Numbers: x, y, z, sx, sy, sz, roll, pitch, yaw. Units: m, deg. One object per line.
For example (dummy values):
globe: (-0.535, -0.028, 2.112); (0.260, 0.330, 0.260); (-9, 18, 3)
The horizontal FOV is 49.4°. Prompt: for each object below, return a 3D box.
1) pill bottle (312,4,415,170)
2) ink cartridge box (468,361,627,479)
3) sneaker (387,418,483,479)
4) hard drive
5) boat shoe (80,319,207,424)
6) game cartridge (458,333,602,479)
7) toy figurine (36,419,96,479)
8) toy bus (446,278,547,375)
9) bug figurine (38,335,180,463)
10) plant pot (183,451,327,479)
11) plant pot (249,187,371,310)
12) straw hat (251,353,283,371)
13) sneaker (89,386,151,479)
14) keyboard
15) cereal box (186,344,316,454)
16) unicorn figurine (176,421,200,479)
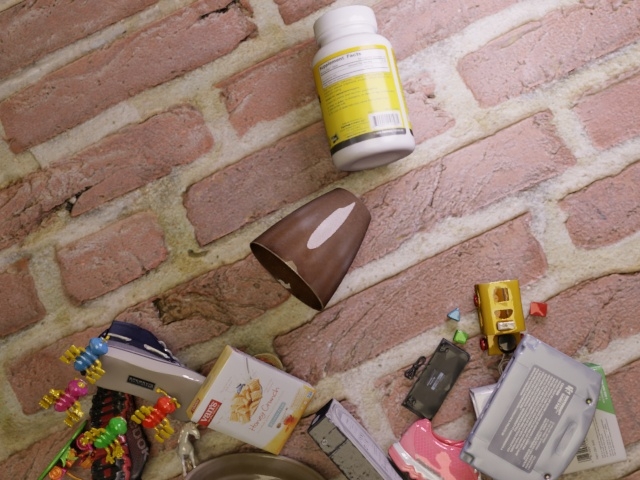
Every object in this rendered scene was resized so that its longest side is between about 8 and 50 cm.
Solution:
pill bottle: (0.087, -0.337, 1.554); (0.188, 0.188, 0.333); (-12, 84, 3)
ink cartridge box: (0.479, 0.392, 1.496); (0.278, 0.117, 0.201); (-14, 84, 4)
sneaker: (0.304, 0.508, 1.503); (0.314, 0.116, 0.136); (35, 87, 7)
hard drive: (0.114, 0.488, 1.459); (0.064, 0.237, 0.339); (-42, 83, 1)
boat shoe: (-0.351, 0.286, 1.566); (0.341, 0.158, 0.127); (27, 113, -14)
game cartridge: (0.436, 0.364, 1.417); (0.196, 0.060, 0.294); (30, 89, 11)
toy figurine: (-0.529, 0.526, 1.587); (0.159, 0.130, 0.173); (39, 64, -7)
toy bus: (0.398, 0.179, 1.527); (0.202, 0.104, 0.191); (37, 89, 7)
bug figurine: (-0.443, 0.331, 1.456); (0.216, 0.072, 0.279); (-40, 105, 10)
plant pot: (-0.141, 0.647, 1.456); (0.323, 0.323, 0.280); (8, 103, 5)
plant pot: (0.000, 0.000, 1.541); (0.215, 0.215, 0.230); (41, 74, 7)
straw hat: (-0.155, 0.308, 1.579); (0.061, 0.144, 0.144); (31, 88, 51)
sneaker: (-0.451, 0.441, 1.580); (0.098, 0.135, 0.276); (-19, 61, 15)
keyboard: (0.248, 0.307, 1.571); (0.108, 0.023, 0.180); (32, 88, 0)
cereal box: (-0.148, 0.351, 1.522); (0.240, 0.047, 0.173); (31, 89, -30)
unicorn figurine: (-0.293, 0.466, 1.541); (0.060, 0.162, 0.111); (-2, 65, -33)
